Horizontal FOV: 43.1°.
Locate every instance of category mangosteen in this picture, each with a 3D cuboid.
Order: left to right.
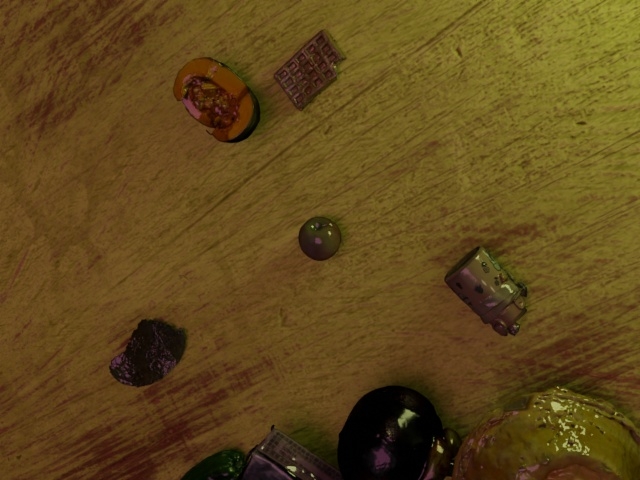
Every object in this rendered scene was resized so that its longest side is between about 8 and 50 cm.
[{"bbox_3d":[0.155,0.375,1.438,0.250,0.211,0.211,22,107,3],"label":"mangosteen"}]

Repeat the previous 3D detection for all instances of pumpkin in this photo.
[{"bbox_3d":[-0.181,-0.256,1.526,0.119,0.107,0.183,-47,72,15],"label":"pumpkin"}]

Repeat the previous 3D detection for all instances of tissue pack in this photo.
[{"bbox_3d":[0.006,0.539,1.533,0.361,0.122,0.259,33,131,13],"label":"tissue pack"}]

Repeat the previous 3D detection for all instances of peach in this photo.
[{"bbox_3d":[-0.001,-0.002,1.507,0.083,0.083,0.083,4,100,22],"label":"peach"}]

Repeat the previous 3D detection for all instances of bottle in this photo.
[{"bbox_3d":[0.295,0.091,1.393,0.152,0.099,0.099,46,112,1],"label":"bottle"}]

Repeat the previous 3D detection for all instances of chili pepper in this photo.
[{"bbox_3d":[-0.251,0.525,1.693,0.099,0.083,0.253,44,115,1],"label":"chili pepper"}]

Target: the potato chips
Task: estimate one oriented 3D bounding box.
[{"bbox_3d":[-0.368,0.236,1.726,0.209,0.026,0.142,-16,89,24],"label":"potato chips"}]

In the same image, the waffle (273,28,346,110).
[{"bbox_3d":[-0.016,-0.314,1.495,0.135,0.021,0.092,-37,82,24],"label":"waffle"}]

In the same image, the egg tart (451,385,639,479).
[{"bbox_3d":[0.395,0.413,1.327,0.345,0.132,0.345,0,100,-2],"label":"egg tart"}]
